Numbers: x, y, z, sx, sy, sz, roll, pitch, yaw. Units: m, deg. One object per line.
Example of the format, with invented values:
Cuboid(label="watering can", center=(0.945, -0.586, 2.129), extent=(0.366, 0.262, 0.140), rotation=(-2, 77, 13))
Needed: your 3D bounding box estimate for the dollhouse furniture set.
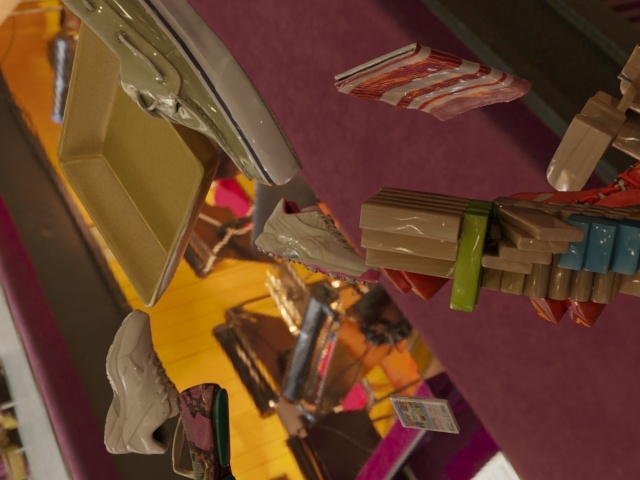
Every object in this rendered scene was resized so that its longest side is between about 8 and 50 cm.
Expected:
Cuboid(label="dollhouse furniture set", center=(0.632, -0.114, 1.415), extent=(0.394, 0.362, 0.256), rotation=(33, 140, 16))

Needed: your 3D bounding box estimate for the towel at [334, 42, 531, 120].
Cuboid(label="towel", center=(0.222, -0.306, 1.578), extent=(0.237, 0.329, 0.037), rotation=(-11, 76, 50))

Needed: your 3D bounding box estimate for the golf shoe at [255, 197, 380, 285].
Cuboid(label="golf shoe", center=(0.000, 0.000, 1.672), extent=(0.306, 0.115, 0.140), rotation=(20, 89, 31))

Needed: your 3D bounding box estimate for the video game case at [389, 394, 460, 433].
Cuboid(label="video game case", center=(0.202, 0.335, 1.547), extent=(0.122, 0.011, 0.087), rotation=(-2, 128, 34))

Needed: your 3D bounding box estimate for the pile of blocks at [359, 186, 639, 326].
Cuboid(label="pile of blocks", center=(0.205, 0.028, 0.719), extent=(0.149, 0.362, 0.113), rotation=(-120, 34, -74))

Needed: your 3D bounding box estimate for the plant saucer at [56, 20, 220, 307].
Cuboid(label="plant saucer", center=(-0.270, -0.121, 1.202), extent=(0.333, 0.081, 0.333), rotation=(53, 139, 20))

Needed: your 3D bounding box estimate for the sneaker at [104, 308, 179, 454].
Cuboid(label="sneaker", center=(-0.252, 0.212, 1.185), extent=(0.090, 0.115, 0.232), rotation=(-64, -20, -70))

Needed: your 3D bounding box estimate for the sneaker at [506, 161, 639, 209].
Cuboid(label="sneaker", center=(0.316, -0.041, 0.843), extent=(0.107, 0.279, 0.118), rotation=(-105, 18, -46))

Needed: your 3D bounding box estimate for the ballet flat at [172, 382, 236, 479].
Cuboid(label="ballet flat", center=(-0.141, 0.288, 0.981), extent=(0.077, 0.079, 0.222), rotation=(28, -128, -75))

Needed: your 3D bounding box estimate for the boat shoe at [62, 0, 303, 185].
Cuboid(label="boat shoe", center=(-0.134, -0.158, 0.710), extent=(0.302, 0.094, 0.109), rotation=(51, 180, 6))
